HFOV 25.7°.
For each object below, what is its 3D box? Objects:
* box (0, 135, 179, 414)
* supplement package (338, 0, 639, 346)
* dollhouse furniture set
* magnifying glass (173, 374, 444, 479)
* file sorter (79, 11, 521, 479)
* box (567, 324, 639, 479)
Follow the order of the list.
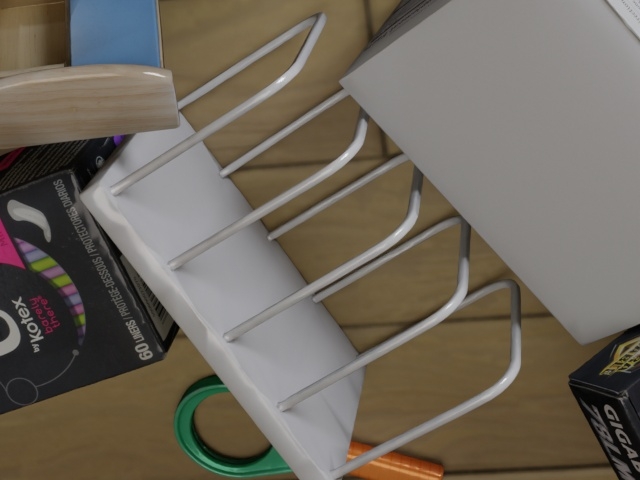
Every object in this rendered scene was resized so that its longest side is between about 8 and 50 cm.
[{"bbox_3d":[-0.253,0.034,1.088,0.270,0.143,0.165,-20,109,16],"label":"box"},{"bbox_3d":[0.186,-0.092,0.933,0.262,0.145,0.204,47,138,-12],"label":"supplement package"},{"bbox_3d":[-0.223,-0.231,0.854,0.286,0.198,0.303,-7,139,-3],"label":"dollhouse furniture set"},{"bbox_3d":[-0.011,0.174,1.180,0.231,0.026,0.092,14,114,1],"label":"magnifying glass"},{"bbox_3d":[0.000,0.000,1.010,0.173,0.193,0.277,-31,106,19],"label":"file sorter"},{"bbox_3d":[0.358,0.138,1.003,0.295,0.073,0.293,-35,106,-18],"label":"box"}]
